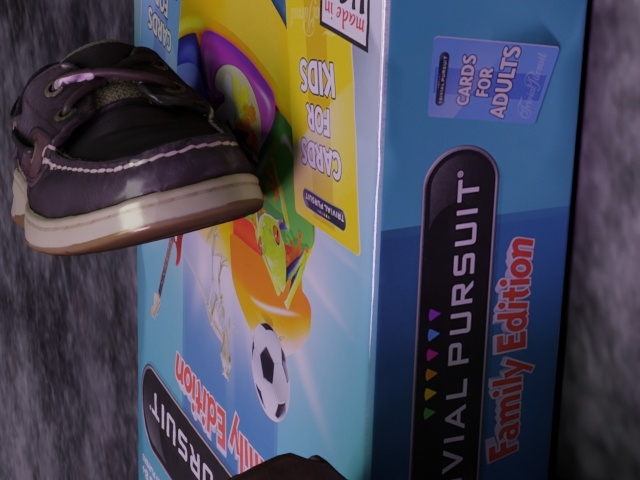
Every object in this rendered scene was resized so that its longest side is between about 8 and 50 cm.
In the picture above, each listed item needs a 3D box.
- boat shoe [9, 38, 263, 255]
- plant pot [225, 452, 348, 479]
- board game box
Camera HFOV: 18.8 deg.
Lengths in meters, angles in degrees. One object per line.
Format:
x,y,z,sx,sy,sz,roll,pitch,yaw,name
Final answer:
-0.082,-0.039,0.734,0.223,0.080,0.073,-168,67,-72,boat shoe
0.012,0.163,0.594,0.165,0.167,0.167,44,142,22,plant pot
0.000,0.000,0.758,0.254,0.079,0.336,-138,46,-59,board game box
